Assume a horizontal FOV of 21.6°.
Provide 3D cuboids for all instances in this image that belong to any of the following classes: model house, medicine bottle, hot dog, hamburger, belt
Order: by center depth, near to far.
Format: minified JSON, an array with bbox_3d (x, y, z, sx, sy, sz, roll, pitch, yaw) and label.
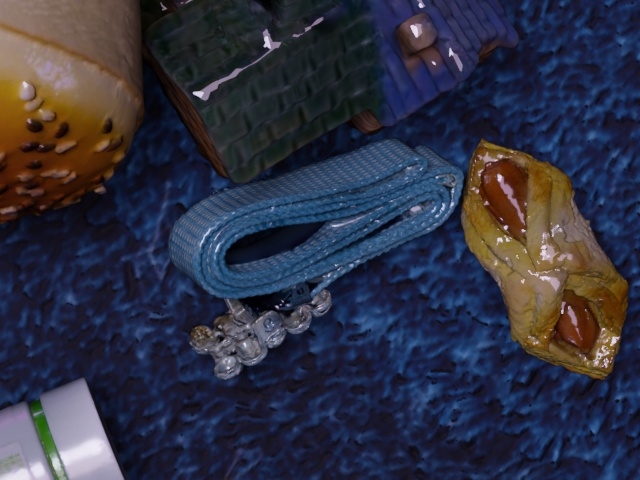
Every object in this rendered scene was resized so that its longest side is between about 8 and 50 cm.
[{"bbox_3d":[-0.233,-0.100,0.851,0.300,0.300,0.176,13,78,-9],"label":"hamburger"},{"bbox_3d":[-0.004,-0.126,0.935,0.183,0.172,0.166,-33,97,-6],"label":"model house"},{"bbox_3d":[-0.204,0.151,0.955,0.183,0.086,0.086,-21,94,-8],"label":"medicine bottle"},{"bbox_3d":[0.002,0.002,0.989,0.179,0.065,0.100,-21,118,-18],"label":"belt"},{"bbox_3d":[0.137,0.015,1.014,0.078,0.061,0.169,-32,95,-5],"label":"hot dog"}]
